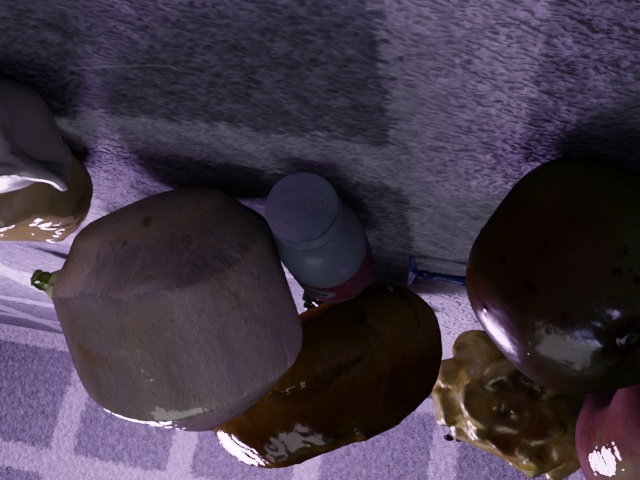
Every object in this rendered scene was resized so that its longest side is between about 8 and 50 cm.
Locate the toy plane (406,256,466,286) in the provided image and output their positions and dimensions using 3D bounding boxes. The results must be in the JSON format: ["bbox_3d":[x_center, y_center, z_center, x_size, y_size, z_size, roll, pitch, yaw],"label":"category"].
[{"bbox_3d":[0.188,0.052,0.972,0.167,0.054,0.062,9,-169,6],"label":"toy plane"}]

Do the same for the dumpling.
[{"bbox_3d":[-0.264,-0.084,0.672,0.170,0.099,0.134,8,178,19],"label":"dumpling"}]

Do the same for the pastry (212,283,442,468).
[{"bbox_3d":[0.004,0.177,1.106,0.356,0.163,0.356,-25,-174,3],"label":"pastry"}]

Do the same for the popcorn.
[{"bbox_3d":[0.321,0.267,1.312,0.287,0.215,0.252,24,-160,2],"label":"popcorn"}]

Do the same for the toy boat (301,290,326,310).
[{"bbox_3d":[0.071,0.118,1.308,0.210,0.052,0.104,12,163,-8],"label":"toy boat"}]

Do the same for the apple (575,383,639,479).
[{"bbox_3d":[0.493,0.270,1.132,0.235,0.305,0.305,35,166,2],"label":"apple"}]

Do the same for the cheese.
[{"bbox_3d":[-0.350,-0.053,0.831,0.226,0.117,0.214,7,172,-4],"label":"cheese"}]

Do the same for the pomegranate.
[{"bbox_3d":[0.196,0.015,0.620,0.180,0.179,0.209,13,-156,-8],"label":"pomegranate"}]

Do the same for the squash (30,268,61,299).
[{"bbox_3d":[-0.377,0.125,1.556,0.118,0.118,0.371,-3,156,44],"label":"squash"}]

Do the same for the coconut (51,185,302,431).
[{"bbox_3d":[-0.143,0.086,0.849,0.238,0.237,0.265,1,120,35],"label":"coconut"}]

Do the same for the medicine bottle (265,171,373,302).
[{"bbox_3d":[0.000,0.000,0.811,0.091,0.090,0.216,8,165,12],"label":"medicine bottle"}]
